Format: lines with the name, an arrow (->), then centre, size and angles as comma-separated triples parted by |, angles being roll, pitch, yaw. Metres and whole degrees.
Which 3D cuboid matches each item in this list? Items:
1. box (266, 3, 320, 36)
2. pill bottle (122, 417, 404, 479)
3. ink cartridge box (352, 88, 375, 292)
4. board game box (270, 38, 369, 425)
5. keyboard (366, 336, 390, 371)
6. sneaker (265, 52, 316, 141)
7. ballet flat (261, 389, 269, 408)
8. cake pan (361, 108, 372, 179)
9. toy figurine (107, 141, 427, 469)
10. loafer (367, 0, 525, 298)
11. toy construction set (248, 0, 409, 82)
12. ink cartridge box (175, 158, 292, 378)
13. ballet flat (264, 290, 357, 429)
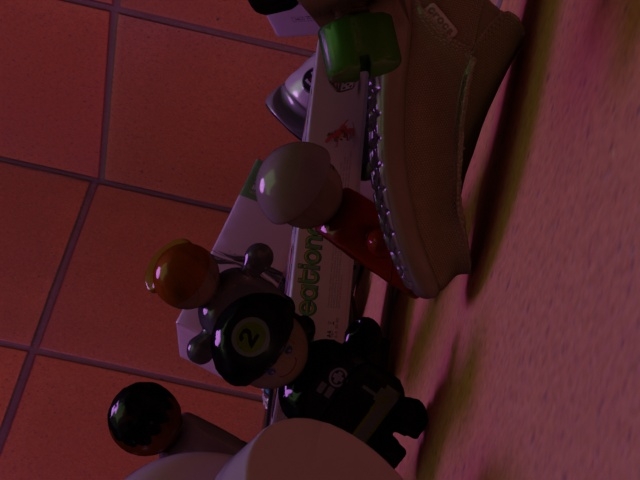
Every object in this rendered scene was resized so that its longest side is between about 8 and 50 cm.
box -> 0.018, -0.312, 1.295 | 0.181, 0.182, 0.119 | 58, -143, -53
pill bottle -> -0.086, 0.233, 0.654 | 0.323, 0.181, 0.181 | -45, 19, 28
ink cartridge box -> 0.049, -0.097, 1.492 | 0.332, 0.065, 0.165 | 103, 179, -49
board game box -> 0.000, 0.000, 1.133 | 0.193, 0.053, 0.305 | 102, 175, -62
keyboard -> 0.019, 0.191, 1.130 | 0.317, 0.033, 0.201 | 107, 170, -48
sneaker -> 0.045, -0.197, 1.672 | 0.146, 0.122, 0.330 | -49, -6, 12
ballet flat -> -0.023, 0.161, 1.667 | 0.077, 0.091, 0.241 | 64, -154, -25
cake pan -> 0.092, -0.190, 1.097 | 0.293, 0.054, 0.293 | -168, 90, -88
toy figurine -> -0.037, 0.062, 0.851 | 0.209, 0.148, 0.213 | -31, 35, 39
loafer -> 0.073, -0.101, 0.745 | 0.102, 0.092, 0.268 | -151, 58, -89
toy construction set -> 0.062, -0.202, 0.537 | 0.309, 0.257, 0.237 | 147, 120, -72
ink cartridge box -> -0.082, 0.042, 1.478 | 0.160, 0.092, 0.219 | 102, -167, -69
ballet flat -> -0.015, 0.139, 1.480 | 0.096, 0.095, 0.280 | -63, -11, -60
